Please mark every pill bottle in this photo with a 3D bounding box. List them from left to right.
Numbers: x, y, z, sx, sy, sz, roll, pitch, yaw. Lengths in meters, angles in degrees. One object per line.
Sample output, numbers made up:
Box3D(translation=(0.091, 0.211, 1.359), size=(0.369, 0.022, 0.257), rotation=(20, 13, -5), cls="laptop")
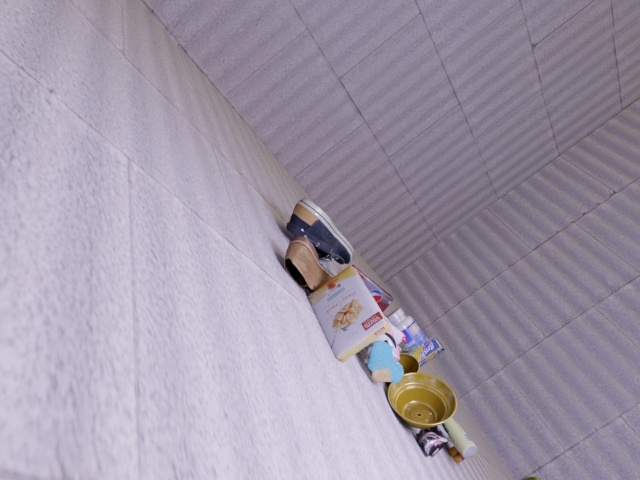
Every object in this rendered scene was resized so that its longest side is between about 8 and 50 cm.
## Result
Box3D(translation=(0.461, 0.501, 2.450), size=(0.272, 0.152, 0.152), rotation=(53, 7, 6), cls="pill bottle")

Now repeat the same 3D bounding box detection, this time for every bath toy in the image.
Box3D(translation=(0.229, 0.371, 1.575), size=(0.128, 0.152, 0.348), rotation=(19, 10, 8), cls="bath toy")

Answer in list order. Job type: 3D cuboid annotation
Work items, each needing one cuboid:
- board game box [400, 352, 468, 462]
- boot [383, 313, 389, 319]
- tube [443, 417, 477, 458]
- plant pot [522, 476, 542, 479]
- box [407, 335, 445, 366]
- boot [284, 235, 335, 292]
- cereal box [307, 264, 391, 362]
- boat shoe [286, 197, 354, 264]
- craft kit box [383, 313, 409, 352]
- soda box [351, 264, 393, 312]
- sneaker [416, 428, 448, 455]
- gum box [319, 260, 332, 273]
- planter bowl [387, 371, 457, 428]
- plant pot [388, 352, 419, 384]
Box3D(translation=(0.414, 0.646, 1.869), size=(0.390, 0.050, 0.390), rotation=(50, 7, -20), cls="board game box")
Box3D(translation=(0.180, 0.280, 1.912), size=(0.211, 0.104, 0.295), rotation=(54, 11, 7), cls="boot")
Box3D(translation=(0.495, 0.701, 1.720), size=(0.240, 0.062, 0.070), rotation=(-124, -143, -62), cls="tube")
Box3D(translation=(0.771, 0.991, 1.492), size=(0.353, 0.366, 0.366), rotation=(43, 4, 16), cls="plant pot")
Box3D(translation=(0.426, 0.471, 1.903), size=(0.054, 0.168, 0.059), rotation=(44, 11, -49), cls="box")
Box3D(translation=(-0.022, 0.137, 1.467), size=(0.305, 0.112, 0.115), rotation=(54, 36, -26), cls="boot")
Box3D(translation=(0.077, 0.207, 1.333), size=(0.047, 0.173, 0.240), rotation=(46, 9, -44), cls="cereal box")
Box3D(translation=(0.000, 0.000, 1.887), size=(0.186, 0.156, 0.500), rotation=(36, -6, 29), cls="boat shoe")
Box3D(translation=(0.327, 0.448, 2.244), size=(0.250, 0.060, 0.246), rotation=(56, 5, 22), cls="craft kit box")
Box3D(translation=(0.231, 0.236, 2.271), size=(0.263, 0.092, 0.083), rotation=(39, 6, -7), cls="soda box")
Box3D(translation=(0.354, 0.637, 1.475), size=(0.077, 0.072, 0.178), rotation=(45, -4, 33), cls="sneaker")
Box3D(translation=(0.021, 0.148, 1.767), size=(0.157, 0.041, 0.184), rotation=(55, 8, 13), cls="gum box")
Box3D(translation=(0.320, 0.533, 1.472), size=(0.217, 0.216, 0.091), rotation=(-114, -158, -60), cls="planter bowl")
Box3D(translation=(0.288, 0.481, 1.627), size=(0.134, 0.134, 0.095), rotation=(-113, -171, -62), cls="plant pot")
